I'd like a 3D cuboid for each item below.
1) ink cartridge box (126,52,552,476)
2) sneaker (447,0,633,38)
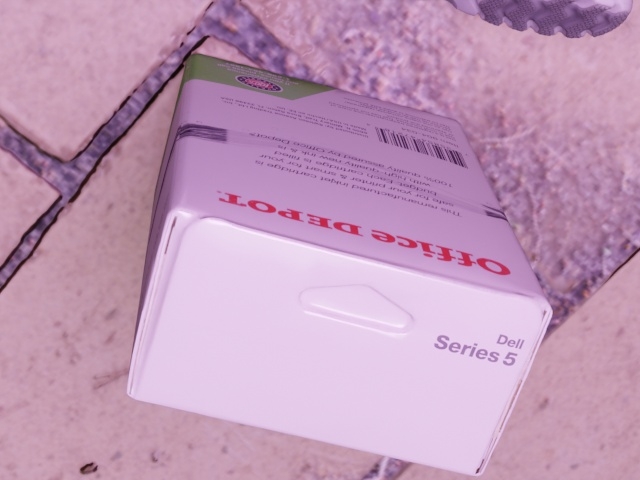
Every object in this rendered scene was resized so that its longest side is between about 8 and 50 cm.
[{"bbox_3d":[0.000,0.000,0.717,0.198,0.273,0.114,14,113,-10],"label":"ink cartridge box"},{"bbox_3d":[0.058,-0.211,0.740,0.281,0.105,0.115,15,79,-6],"label":"sneaker"}]
